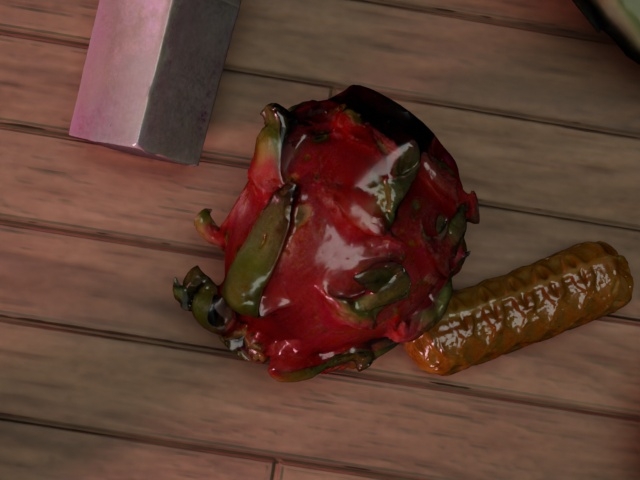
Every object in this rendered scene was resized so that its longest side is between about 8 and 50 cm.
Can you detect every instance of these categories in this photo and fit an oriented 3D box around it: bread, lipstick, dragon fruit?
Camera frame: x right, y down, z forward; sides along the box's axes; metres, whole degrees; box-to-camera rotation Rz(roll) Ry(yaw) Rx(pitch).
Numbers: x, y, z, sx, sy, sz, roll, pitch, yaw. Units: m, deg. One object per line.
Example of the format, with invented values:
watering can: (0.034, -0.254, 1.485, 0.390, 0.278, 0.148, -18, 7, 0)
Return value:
bread: (0.128, 0.044, 1.177, 0.157, 0.044, 0.052, -20, 77, -8)
lipstick: (-0.081, -0.210, 1.157, 0.068, 0.066, 0.317, 12, 88, 36)
dragon fruit: (0.000, 0.000, 1.122, 0.166, 0.160, 0.172, 39, 80, -20)

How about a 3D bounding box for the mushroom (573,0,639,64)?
mushroom: (0.236, -0.244, 1.145, 0.344, 0.130, 0.247, 35, 101, -29)
